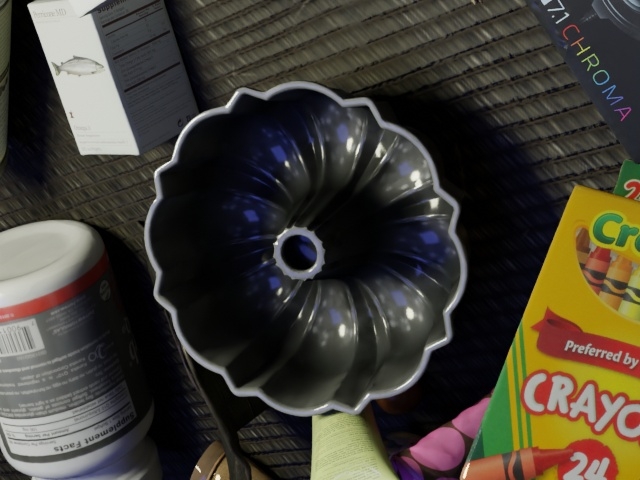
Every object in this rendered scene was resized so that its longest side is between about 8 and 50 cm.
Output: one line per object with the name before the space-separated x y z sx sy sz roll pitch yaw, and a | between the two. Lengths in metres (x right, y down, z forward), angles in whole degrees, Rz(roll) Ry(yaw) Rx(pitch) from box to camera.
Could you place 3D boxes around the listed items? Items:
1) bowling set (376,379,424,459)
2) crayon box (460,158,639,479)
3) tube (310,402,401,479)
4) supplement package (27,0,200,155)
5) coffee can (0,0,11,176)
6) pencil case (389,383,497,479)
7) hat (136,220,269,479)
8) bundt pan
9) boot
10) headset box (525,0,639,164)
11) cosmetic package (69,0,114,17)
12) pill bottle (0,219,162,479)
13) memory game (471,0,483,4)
bowling set | 0.097 0.238 1.462 0.154 0.287 0.200 8 90 40
crayon box | 0.265 0.087 1.119 0.202 0.319 0.081 17 171 34
tube | 0.025 0.202 1.334 0.062 0.240 0.070 27 102 -9
supplement package | -0.223 -0.193 1.519 0.105 0.105 0.179 3 118 43
coffee can | -0.472 -0.209 1.672 0.201 0.201 0.275 34 135 21
pencil case | 0.156 0.198 1.350 0.095 0.209 0.098 62 151 1
hat | -0.092 0.112 1.557 0.331 0.134 0.331 160 90 -81
bundt pan | 0.000 0.000 1.370 0.330 0.124 0.331 5 104 19
boot | -0.119 0.407 1.843 0.115 0.112 0.305 24 130 16
headset box | 0.290 -0.229 0.989 0.283 0.131 0.246 -29 96 49
cosmetic package | -0.163 -0.328 1.310 0.151 0.183 0.151 -19 102 48
pill bottle | -0.334 0.174 1.799 0.210 0.210 0.363 8 122 40
memory game | 0.105 -0.279 1.116 0.012 0.186 0.186 -13 112 8
